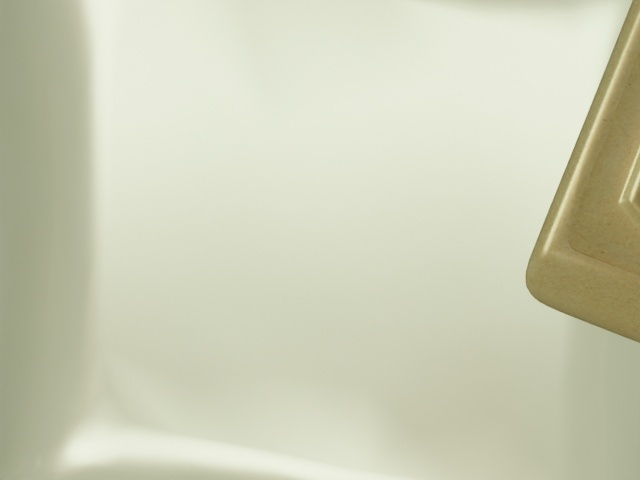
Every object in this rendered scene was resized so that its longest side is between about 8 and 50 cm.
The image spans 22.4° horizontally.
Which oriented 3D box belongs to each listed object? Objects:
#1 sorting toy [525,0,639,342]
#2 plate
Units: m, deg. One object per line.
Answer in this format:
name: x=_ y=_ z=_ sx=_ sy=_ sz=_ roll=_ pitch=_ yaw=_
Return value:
sorting toy: x=0.189 y=-0.039 z=0.519 sx=0.193 sy=0.038 sz=0.208 roll=21 pitch=111 yaw=5
plate: x=0.000 y=0.000 z=0.618 sx=0.277 sy=0.045 sz=0.278 roll=7 pitch=106 yaw=16
